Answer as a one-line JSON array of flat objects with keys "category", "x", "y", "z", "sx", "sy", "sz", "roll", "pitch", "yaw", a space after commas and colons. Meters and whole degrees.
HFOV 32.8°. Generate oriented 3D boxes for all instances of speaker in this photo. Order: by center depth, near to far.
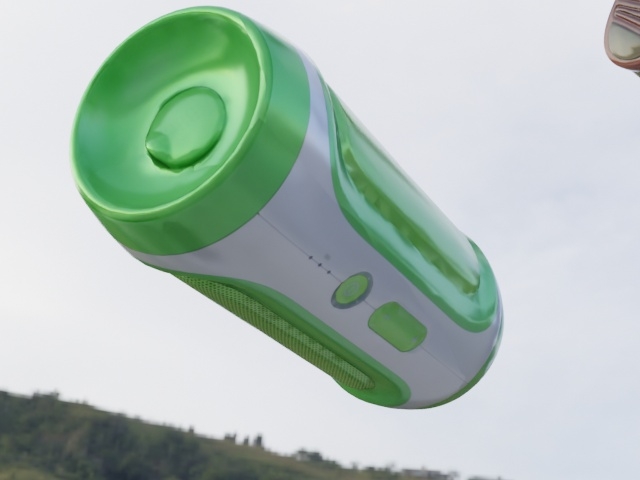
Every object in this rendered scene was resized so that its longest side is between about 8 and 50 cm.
[{"category": "speaker", "x": 0.000, "y": 0.000, "z": 0.587, "sx": 0.131, "sy": 0.131, "sz": 0.296, "roll": -10, "pitch": -28, "yaw": 26}]

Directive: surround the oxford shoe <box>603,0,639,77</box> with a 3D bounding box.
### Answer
[{"category": "oxford shoe", "x": 0.490, "y": -0.369, "z": 1.430, "sx": 0.130, "sy": 0.348, "sz": 0.123, "roll": 22, "pitch": 7, "yaw": -42}]
